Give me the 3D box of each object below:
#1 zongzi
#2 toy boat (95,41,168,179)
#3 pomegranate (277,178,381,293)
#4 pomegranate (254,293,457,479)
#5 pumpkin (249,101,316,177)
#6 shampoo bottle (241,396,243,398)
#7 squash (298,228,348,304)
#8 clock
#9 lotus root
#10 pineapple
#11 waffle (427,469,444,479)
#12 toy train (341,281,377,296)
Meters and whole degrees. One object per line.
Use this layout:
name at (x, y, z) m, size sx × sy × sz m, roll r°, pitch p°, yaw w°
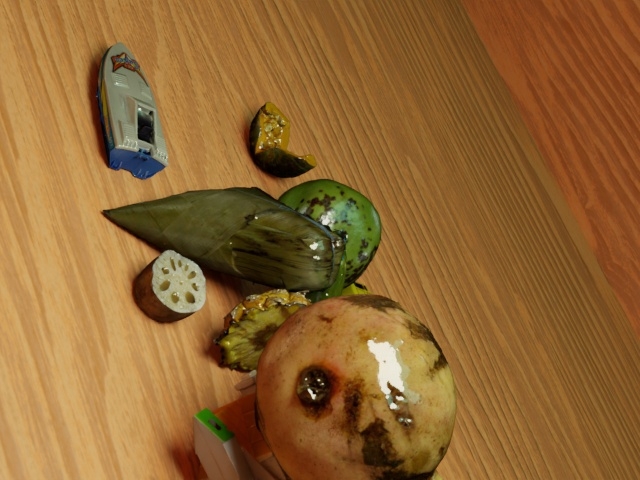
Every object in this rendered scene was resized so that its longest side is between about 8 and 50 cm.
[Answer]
zongzi at (-0.166, -0.004, 1.882) m, size 0.360 × 0.160 × 0.323 m, roll 4°, pitch 13°, yaw -45°
toy boat at (-0.369, -0.268, 2.010) m, size 0.129 × 0.088 × 0.295 m, roll 20°, pitch 46°, yaw -45°
pomegranate at (0.000, 0.000, 2.132) m, size 0.254 × 0.254 × 0.270 m, roll 43°, pitch 47°, yaw -20°
pomegranate at (0.051, 0.238, 1.573) m, size 0.322 × 0.322 × 0.322 m, roll 35°, pitch 36°, yaw -31°
pumpkin at (-0.099, -0.207, 2.318) m, size 0.119 × 0.107 × 0.183 m, roll 13°, pitch 42°, yaw -58°
shampoo bottle at (-0.012, 0.224, 1.855) m, size 0.153 × 0.284 × 0.071 m, roll 33°, pitch 9°, yaw -31°
squash at (-0.008, 0.136, 1.993) m, size 0.087 × 0.087 × 0.332 m, roll 17°, pitch 88°, yaw -47°
clock at (-0.088, 0.377, 1.710) m, size 0.235 × 0.166 × 0.310 m, roll -23°, pitch 87°, yaw -59°
lotus root at (-0.264, 0.088, 1.820) m, size 0.122 × 0.081 × 0.112 m, roll 34°, pitch 38°, yaw -33°
pineapple at (-0.093, 0.155, 1.879) m, size 0.224 × 0.225 × 0.076 m, roll 25°, pitch 35°, yaw -41°
waffle at (0.058, 0.527, 1.573) m, size 0.077 × 0.304 × 0.348 m, roll 38°, pitch 49°, yaw 4°
toy train at (0.108, 0.161, 2.274) m, size 0.219 × 0.089 × 0.127 m, roll 22°, pitch 34°, yaw -42°
